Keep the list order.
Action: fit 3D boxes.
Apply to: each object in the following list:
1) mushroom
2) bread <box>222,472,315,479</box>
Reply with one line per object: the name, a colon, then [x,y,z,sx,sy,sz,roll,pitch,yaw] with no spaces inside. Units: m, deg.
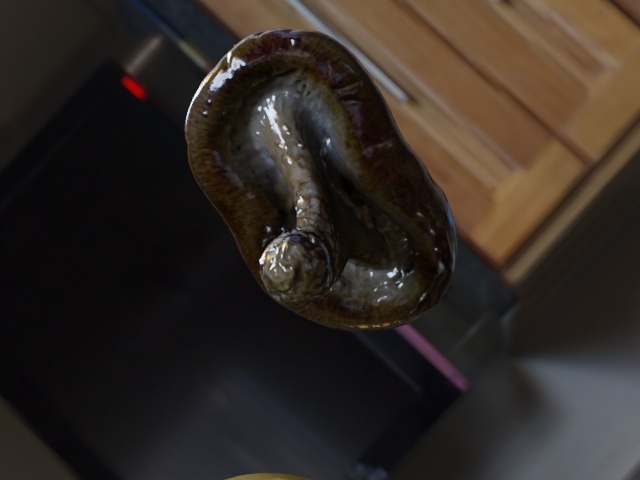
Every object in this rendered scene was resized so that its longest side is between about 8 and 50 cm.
mushroom: [0.000,0.000,1.086,0.227,0.148,0.217,50,-162,-21]
bread: [-0.036,0.200,0.734,0.147,0.217,0.098,16,-166,-26]
